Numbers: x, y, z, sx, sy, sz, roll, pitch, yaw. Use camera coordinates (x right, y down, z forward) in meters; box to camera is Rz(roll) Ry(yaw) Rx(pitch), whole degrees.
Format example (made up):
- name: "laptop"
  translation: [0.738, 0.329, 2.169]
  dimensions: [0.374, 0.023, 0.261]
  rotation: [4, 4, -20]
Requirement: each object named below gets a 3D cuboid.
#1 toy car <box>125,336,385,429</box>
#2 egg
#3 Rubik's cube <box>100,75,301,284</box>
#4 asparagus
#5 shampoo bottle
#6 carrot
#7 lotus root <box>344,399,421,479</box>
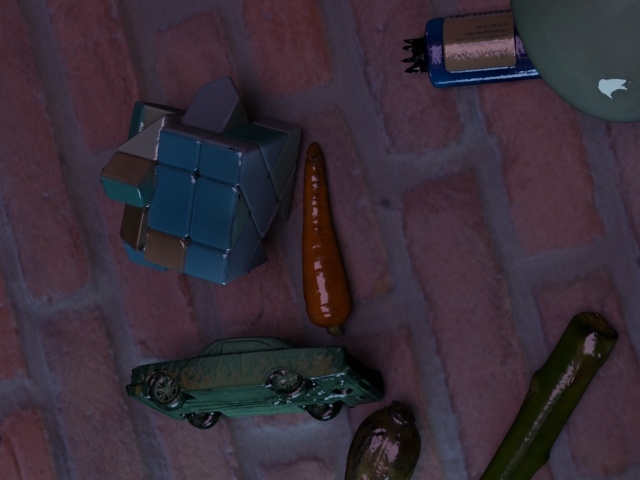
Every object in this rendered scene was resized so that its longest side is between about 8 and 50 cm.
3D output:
- name: "toy car"
  translation: [-0.085, 0.183, 1.793]
  dimensions: [0.321, 0.141, 0.097]
  rotation: [-7, 66, 23]
- name: "egg"
  translation: [0.341, -0.322, 1.479]
  dimensions: [0.276, 0.276, 0.388]
  rotation: [6, 96, 21]
- name: "Rubik's cube"
  translation: [-0.164, -0.081, 1.741]
  dimensions: [0.213, 0.224, 0.265]
  rotation: [17, 108, 20]
- name: "asparagus"
  translation: [0.277, 0.214, 1.687]
  dimensions: [0.067, 0.060, 0.277]
  rotation: [27, 106, 6]
- name: "shampoo bottle"
  translation: [0.190, -0.234, 1.670]
  dimensions: [0.183, 0.050, 0.087]
  rotation: [-3, 99, 22]
- name: "carrot"
  translation: [0.000, 0.000, 1.772]
  dimensions: [0.061, 0.061, 0.256]
  rotation: [-6, 92, 22]
- name: "lotus root"
  translation: [0.077, 0.288, 1.764]
  dimensions: [0.089, 0.080, 0.179]
  rotation: [23, 108, 15]
